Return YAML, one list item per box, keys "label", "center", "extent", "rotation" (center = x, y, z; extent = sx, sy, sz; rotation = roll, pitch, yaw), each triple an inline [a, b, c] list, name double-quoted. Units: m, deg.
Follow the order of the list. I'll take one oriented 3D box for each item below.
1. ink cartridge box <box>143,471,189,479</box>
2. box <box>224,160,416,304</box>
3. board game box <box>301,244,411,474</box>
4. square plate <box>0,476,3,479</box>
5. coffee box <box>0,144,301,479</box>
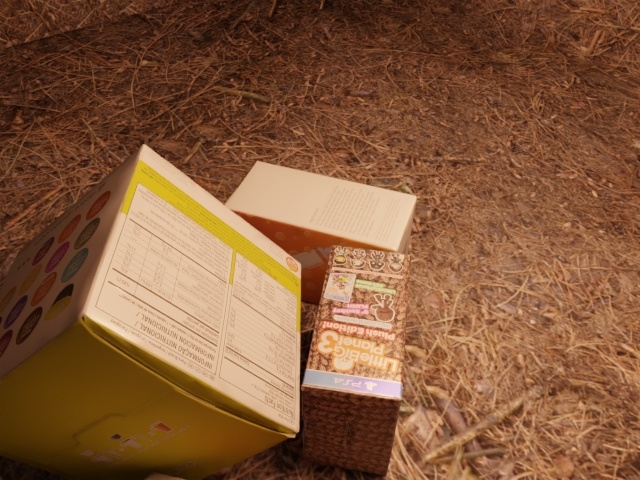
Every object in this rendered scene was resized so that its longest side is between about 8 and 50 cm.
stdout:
- label: "ink cartridge box"
  center: [-0.198, 0.419, 0.653]
  extent: [0.226, 0.131, 0.306]
  rotation: [1, 15, 27]
- label: "box"
  center: [0.000, 0.000, 1.195]
  extent: [0.345, 0.215, 0.168]
  rotation: [14, 45, 14]
- label: "board game box"
  center: [0.063, 0.194, 0.978]
  extent: [0.141, 0.232, 0.291]
  rotation: [7, 44, 6]
- label: "square plate"
  center: [-0.707, 0.391, 0.892]
  extent: [0.347, 0.049, 0.344]
  rotation: [-32, 53, -30]
- label: "coffee box"
  center: [-0.263, 0.139, 0.866]
  extent: [0.338, 0.338, 0.334]
  rotation: [-33, 36, 25]
